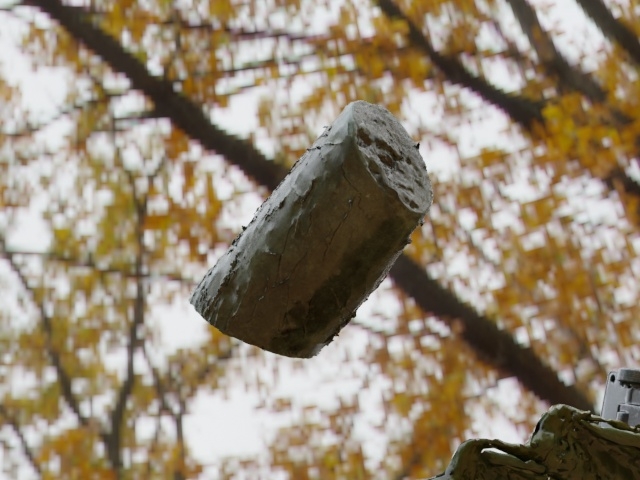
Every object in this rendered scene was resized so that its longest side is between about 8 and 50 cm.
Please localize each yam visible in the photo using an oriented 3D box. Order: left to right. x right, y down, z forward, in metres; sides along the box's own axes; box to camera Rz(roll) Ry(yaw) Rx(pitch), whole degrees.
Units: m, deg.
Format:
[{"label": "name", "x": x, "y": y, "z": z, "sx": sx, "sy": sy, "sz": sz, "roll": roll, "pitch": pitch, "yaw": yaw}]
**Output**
[{"label": "yam", "x": 0.000, "y": 0.000, "z": 1.278, "sx": 0.107, "sy": 0.107, "sz": 0.183, "roll": 27, "pitch": -67, "yaw": -27}]

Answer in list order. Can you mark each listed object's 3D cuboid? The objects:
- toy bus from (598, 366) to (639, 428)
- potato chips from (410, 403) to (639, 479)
[{"label": "toy bus", "x": 0.299, "y": 0.149, "z": 1.495, "sx": 0.098, "sy": 0.178, "sz": 0.087, "roll": 13, "pitch": -95, "yaw": -24}, {"label": "potato chips", "x": 0.148, "y": 0.274, "z": 1.265, "sx": 0.358, "sy": 0.070, "sz": 0.429, "roll": -48, "pitch": -44, "yaw": 10}]
